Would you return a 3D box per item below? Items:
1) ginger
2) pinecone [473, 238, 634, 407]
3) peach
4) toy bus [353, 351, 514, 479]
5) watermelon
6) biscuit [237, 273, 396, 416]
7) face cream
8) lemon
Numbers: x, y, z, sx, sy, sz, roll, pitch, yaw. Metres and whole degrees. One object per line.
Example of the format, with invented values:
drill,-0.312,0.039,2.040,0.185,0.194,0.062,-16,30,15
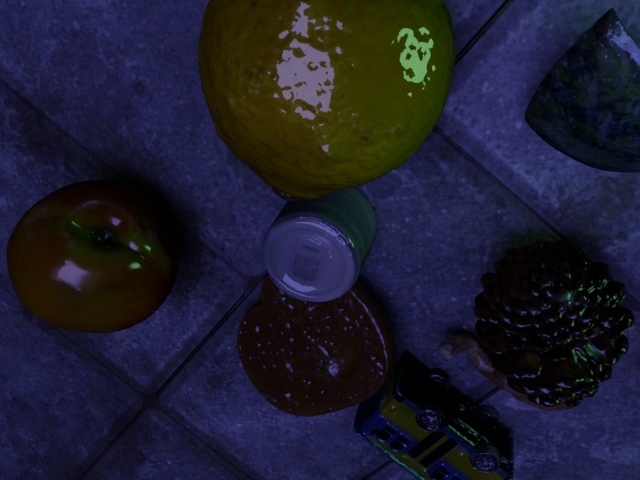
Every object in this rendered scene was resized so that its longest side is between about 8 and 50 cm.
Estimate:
ginger,0.354,0.251,1.179,0.288,0.075,0.089,30,146,-5
pinecone,0.375,0.151,1.033,0.246,0.246,0.292,1,133,18
peach,-0.439,0.043,1.209,0.308,0.308,0.332,40,138,-6
toy bus,0.229,0.379,1.251,0.287,0.138,0.175,37,121,-4
watermelon,0.424,-0.180,0.875,0.176,0.256,0.260,-42,93,-13
biscuit,-0.024,0.198,1.260,0.367,0.063,0.314,-28,91,35
face cream,0.000,0.000,1.109,0.177,0.153,0.177,9,121,15
lemon,0.001,-0.235,0.866,0.349,0.350,0.387,25,114,4
